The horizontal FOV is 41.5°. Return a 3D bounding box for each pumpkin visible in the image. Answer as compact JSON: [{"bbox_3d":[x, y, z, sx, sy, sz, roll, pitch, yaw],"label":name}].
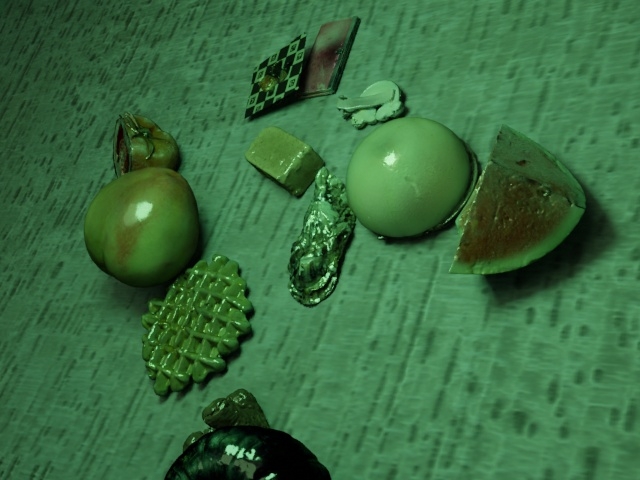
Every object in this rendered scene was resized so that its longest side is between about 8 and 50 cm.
[{"bbox_3d":[-0.122,0.460,1.397,0.315,0.238,0.315,-4,76,17],"label":"pumpkin"}]

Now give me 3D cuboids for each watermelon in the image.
[{"bbox_3d":[0.320,-0.056,1.466,0.256,0.176,0.260,41,112,55],"label":"watermelon"}]

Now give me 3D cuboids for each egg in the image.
[{"bbox_3d":[0.151,-0.154,1.661,0.264,0.174,0.286,-37,40,6],"label":"egg"}]

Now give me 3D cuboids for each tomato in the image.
[{"bbox_3d":[-0.449,-0.226,2.203,0.181,0.155,0.214,-64,38,37],"label":"tomato"}]

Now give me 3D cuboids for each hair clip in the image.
[{"bbox_3d":[0.117,-0.310,1.892,0.172,0.049,0.116,-7,61,32],"label":"hair clip"}]

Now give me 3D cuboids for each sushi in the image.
[{"bbox_3d":[-0.100,-0.403,2.128,0.210,0.040,0.193,-23,49,42],"label":"sushi"}]

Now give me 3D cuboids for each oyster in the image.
[{"bbox_3d":[0.002,0.001,1.752,0.252,0.087,0.199,-55,42,10],"label":"oyster"}]

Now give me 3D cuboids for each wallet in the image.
[{"bbox_3d":[0.017,-0.453,2.092,0.119,0.025,0.232,-3,58,39],"label":"wallet"}]

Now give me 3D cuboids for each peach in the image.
[{"bbox_3d":[-0.410,-0.035,1.965,0.292,0.247,0.292,-32,48,45],"label":"peach"}]

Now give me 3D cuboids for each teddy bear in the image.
[{"bbox_3d":[-0.184,0.383,1.571,0.190,0.177,0.140,-43,83,3],"label":"teddy bear"}]

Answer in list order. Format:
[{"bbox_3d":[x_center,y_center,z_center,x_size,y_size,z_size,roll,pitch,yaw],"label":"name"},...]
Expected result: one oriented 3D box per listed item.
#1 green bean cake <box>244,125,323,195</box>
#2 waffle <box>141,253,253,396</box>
[{"bbox_3d":[-0.085,-0.186,1.936,0.109,0.085,0.179,-51,44,-2],"label":"green bean cake"},{"bbox_3d":[-0.277,0.176,1.851,0.292,0.056,0.309,-33,44,17],"label":"waffle"}]
